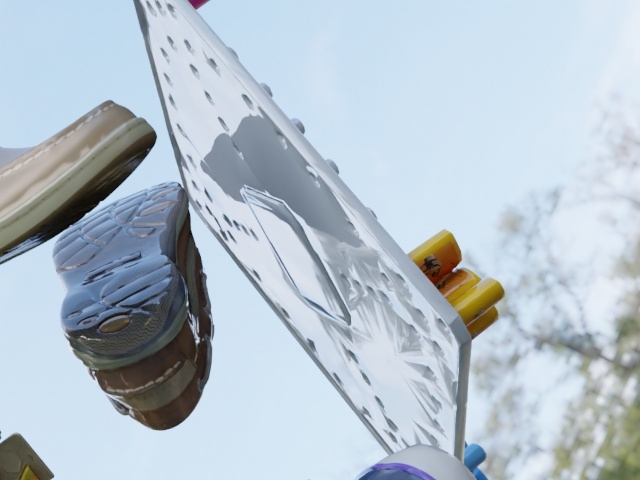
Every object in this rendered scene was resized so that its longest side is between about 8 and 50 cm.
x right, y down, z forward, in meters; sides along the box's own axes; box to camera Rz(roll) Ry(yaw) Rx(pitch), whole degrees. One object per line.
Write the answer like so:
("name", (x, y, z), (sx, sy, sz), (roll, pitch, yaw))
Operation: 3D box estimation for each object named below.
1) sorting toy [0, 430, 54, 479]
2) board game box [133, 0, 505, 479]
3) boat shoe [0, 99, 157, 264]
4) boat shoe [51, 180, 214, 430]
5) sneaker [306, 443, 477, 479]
("sorting toy", (-0.275, 0.193, 1.394), (0.062, 0.012, 0.083), (-35, -65, -4))
("board game box", (0.000, 0.000, 1.240), (0.050, 0.390, 0.390), (-34, -24, -13))
("boat shoe", (-0.269, -0.020, 1.132), (0.341, 0.110, 0.121), (-28, 2, 21))
("boat shoe", (-0.145, 0.050, 1.315), (0.324, 0.123, 0.116), (-95, -17, -67))
("sneaker", (-0.033, 0.272, 1.091), (0.236, 0.130, 0.323), (-34, -12, -36))
